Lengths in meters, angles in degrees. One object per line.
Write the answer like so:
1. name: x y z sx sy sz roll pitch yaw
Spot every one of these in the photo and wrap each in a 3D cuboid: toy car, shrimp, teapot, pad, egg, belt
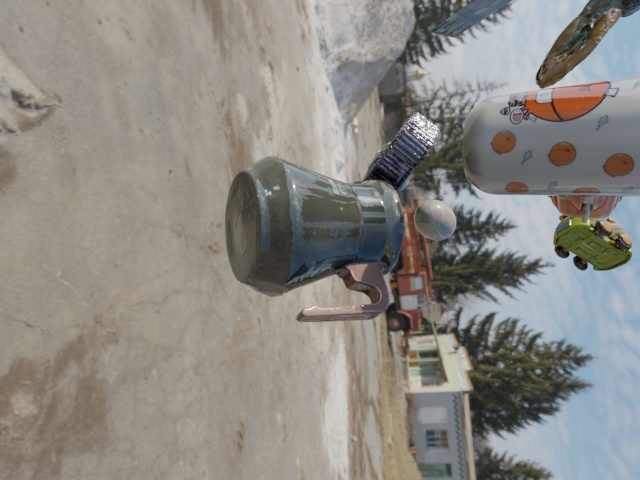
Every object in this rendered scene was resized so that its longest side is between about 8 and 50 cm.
1. toy car: 0.689 -0.179 1.163 0.212 0.181 0.270 -37 129 -57
2. shrimp: 0.559 -0.434 0.966 0.058 0.253 0.173 36 17 -8
3. teapot: 0.000 0.000 1.015 0.305 0.362 0.375 -53 -134 51
4. pad: 0.473 -0.703 1.410 0.158 0.235 0.003 -13 86 -42
5. toy car: 0.924 -0.011 1.546 0.200 0.248 0.142 -46 -165 55
6. egg: 0.308 -0.054 1.221 0.135 0.103 0.103 35 45 -42
7. belt: 0.218 -0.228 1.269 0.260 0.122 0.325 -54 -179 20

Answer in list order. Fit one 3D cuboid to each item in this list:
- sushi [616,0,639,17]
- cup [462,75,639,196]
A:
1. sushi: 0.767 -0.698 1.193 0.225 0.124 0.127 54 25 17
2. cup: 0.455 -0.189 0.886 0.212 0.318 0.212 -6 97 -59
